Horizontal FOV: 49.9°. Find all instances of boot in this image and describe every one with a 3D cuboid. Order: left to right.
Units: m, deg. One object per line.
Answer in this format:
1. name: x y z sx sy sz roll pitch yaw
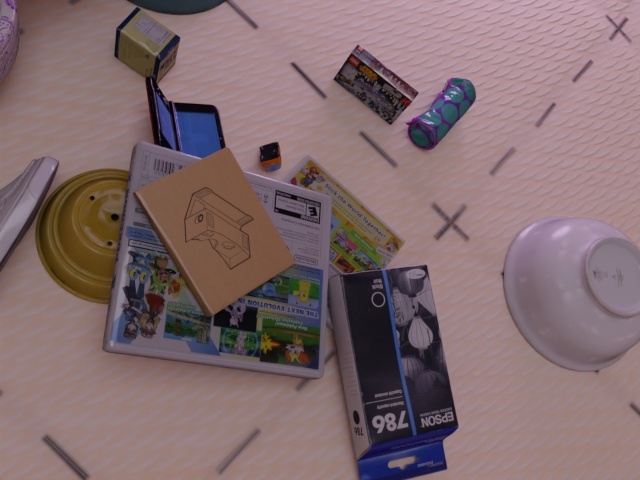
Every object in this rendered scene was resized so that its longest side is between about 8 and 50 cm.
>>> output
1. boot: -0.471 -0.032 0.942 0.123 0.095 0.258 29 62 -14

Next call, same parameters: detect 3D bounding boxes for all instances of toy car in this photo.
1. toy car: -0.115 -0.120 1.145 0.122 0.060 0.040 -26 127 -8

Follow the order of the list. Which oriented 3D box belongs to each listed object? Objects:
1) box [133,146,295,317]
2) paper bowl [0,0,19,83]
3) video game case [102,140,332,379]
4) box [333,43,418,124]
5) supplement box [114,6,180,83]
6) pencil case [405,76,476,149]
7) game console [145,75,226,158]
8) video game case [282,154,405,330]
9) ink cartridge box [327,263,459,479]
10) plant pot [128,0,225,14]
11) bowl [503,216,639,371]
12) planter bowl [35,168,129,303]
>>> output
1. box: -0.147 -0.015 0.982 0.164 0.021 0.201 -33 95 -36
2. paper bowl: -0.578 -0.306 0.971 0.284 0.148 0.284 6 71 -17
3. video game case: -0.133 0.036 1.011 0.329 0.036 0.299 14 68 -29
4. box: 0.097 -0.276 1.227 0.137 0.094 0.027 37 64 -4
5. supplement box: -0.281 -0.313 1.112 0.083 0.083 0.056 35 66 -5
6. pencil case: 0.224 -0.238 1.276 0.070 0.064 0.151 49 63 -17
7. game console: -0.209 -0.181 1.083 0.085 0.124 0.144 -16 64 3
8. video game case: 0.000 0.000 1.142 0.227 0.026 0.206 41 65 -2
9. ink cartridge box: 0.117 0.209 1.079 0.166 0.065 0.332 -6 80 -25
10. plant pot: -0.244 -0.557 1.143 0.290 0.195 0.290 6 71 -18
11. bowl: 0.492 0.078 1.231 0.298 0.134 0.297 6 71 -18
12. planter bowl: -0.303 -0.022 1.007 0.217 0.090 0.217 6 70 -17
